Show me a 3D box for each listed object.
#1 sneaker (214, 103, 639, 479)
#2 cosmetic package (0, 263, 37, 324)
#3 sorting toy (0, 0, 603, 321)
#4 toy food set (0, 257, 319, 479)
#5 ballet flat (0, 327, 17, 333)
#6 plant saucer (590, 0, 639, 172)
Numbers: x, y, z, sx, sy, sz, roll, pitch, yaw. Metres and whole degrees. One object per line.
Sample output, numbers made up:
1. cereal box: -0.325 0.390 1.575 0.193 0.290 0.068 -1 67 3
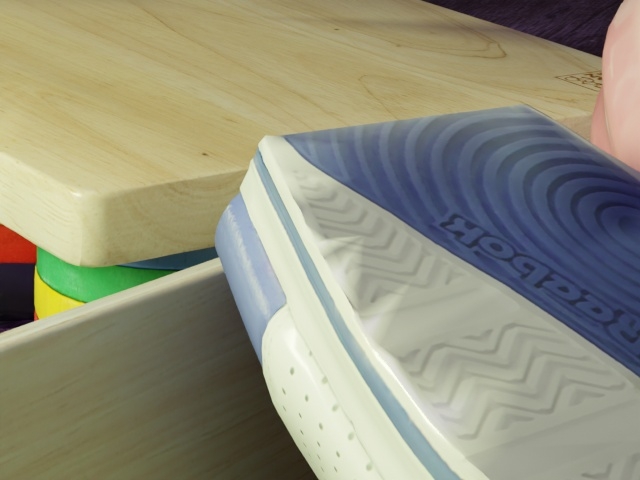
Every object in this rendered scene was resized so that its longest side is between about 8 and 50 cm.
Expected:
1. sneaker: 0.059 0.131 0.408 0.127 0.182 0.315 -6 50 -43
2. cosmetic package: -0.345 -0.123 0.936 0.329 0.394 0.327 -10 -2 2
3. sorting toy: -0.041 -0.028 0.723 0.255 0.089 0.257 -10 23 -35
4. toy food set: -0.071 0.115 0.490 0.092 0.220 0.306 8 18 39
5. ballet flat: -0.118 0.089 0.853 0.316 0.108 0.106 -17 27 -40
6. plant saucer: 0.195 0.057 0.580 0.084 0.332 0.332 -45 -7 27
